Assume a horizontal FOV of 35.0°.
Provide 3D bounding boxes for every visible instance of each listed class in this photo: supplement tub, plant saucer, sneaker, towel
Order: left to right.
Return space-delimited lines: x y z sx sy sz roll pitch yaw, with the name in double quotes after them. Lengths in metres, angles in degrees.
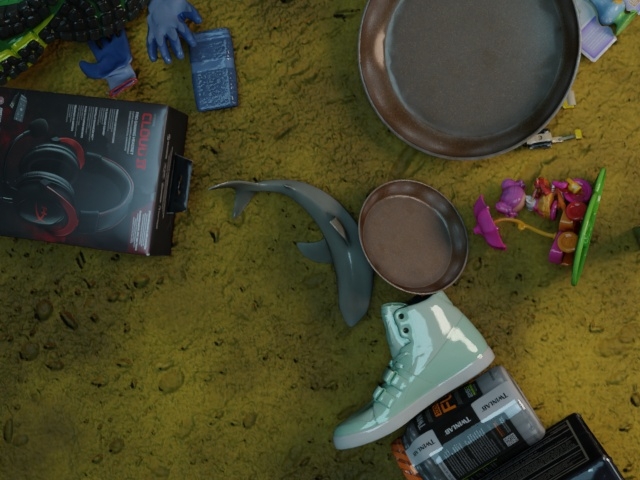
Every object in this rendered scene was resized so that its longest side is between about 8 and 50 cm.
-0.397 -0.357 1.474 0.344 0.134 0.146 -25 44 -1 "sneaker"
-0.157 -0.249 1.491 0.067 0.029 0.119 -6 88 9 "towel"
0.097 0.172 1.415 0.256 0.094 0.151 -34 90 -3 "sneaker"
0.125 -0.002 1.411 0.169 0.029 0.168 8 67 -21 "plant saucer"
0.199 0.266 1.389 0.190 0.117 0.117 -34 85 6 "supplement tub"
0.204 -0.265 1.397 0.311 0.050 0.310 2 96 23 "plant saucer"

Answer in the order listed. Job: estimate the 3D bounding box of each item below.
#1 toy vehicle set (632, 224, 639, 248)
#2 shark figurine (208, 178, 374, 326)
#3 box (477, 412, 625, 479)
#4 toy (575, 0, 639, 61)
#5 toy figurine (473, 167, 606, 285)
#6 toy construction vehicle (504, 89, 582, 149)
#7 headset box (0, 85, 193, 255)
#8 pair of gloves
0.548 -0.049 1.312 0.267 0.166 0.035 -21 87 8 "toy vehicle set"
-0.006 -0.028 1.427 0.278 0.116 0.166 42 94 5 "shark figurine"
0.268 0.389 1.287 0.296 0.294 0.182 -34 87 7 "box"
0.338 -0.376 1.402 0.237 0.056 0.137 44 95 7 "toy"
0.292 -0.038 1.390 0.159 0.130 0.173 14 70 18 "toy figurine"
0.310 -0.170 1.420 0.098 0.035 0.085 -11 77 6 "toy construction vehicle"
-0.328 -0.097 1.475 0.293 0.110 0.218 8 90 8 "headset box"
-0.263 -0.288 1.475 0.198 0.023 0.159 -33 50 9 "pair of gloves"
